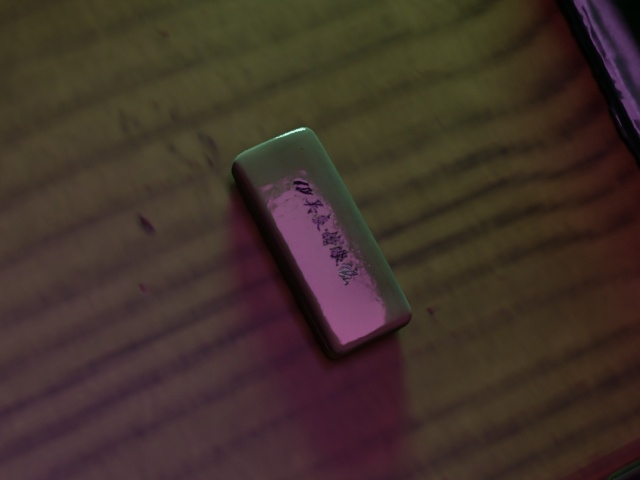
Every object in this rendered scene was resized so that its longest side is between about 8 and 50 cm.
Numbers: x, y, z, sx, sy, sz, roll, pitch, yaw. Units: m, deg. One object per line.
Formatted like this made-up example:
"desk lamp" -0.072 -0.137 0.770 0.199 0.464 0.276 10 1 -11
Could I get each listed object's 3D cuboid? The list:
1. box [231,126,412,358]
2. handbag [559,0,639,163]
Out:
"box" 0.000 0.000 0.736 0.048 0.025 0.115 -22 75 -21
"handbag" 0.243 -0.184 0.826 0.238 0.089 0.326 -20 75 -20
